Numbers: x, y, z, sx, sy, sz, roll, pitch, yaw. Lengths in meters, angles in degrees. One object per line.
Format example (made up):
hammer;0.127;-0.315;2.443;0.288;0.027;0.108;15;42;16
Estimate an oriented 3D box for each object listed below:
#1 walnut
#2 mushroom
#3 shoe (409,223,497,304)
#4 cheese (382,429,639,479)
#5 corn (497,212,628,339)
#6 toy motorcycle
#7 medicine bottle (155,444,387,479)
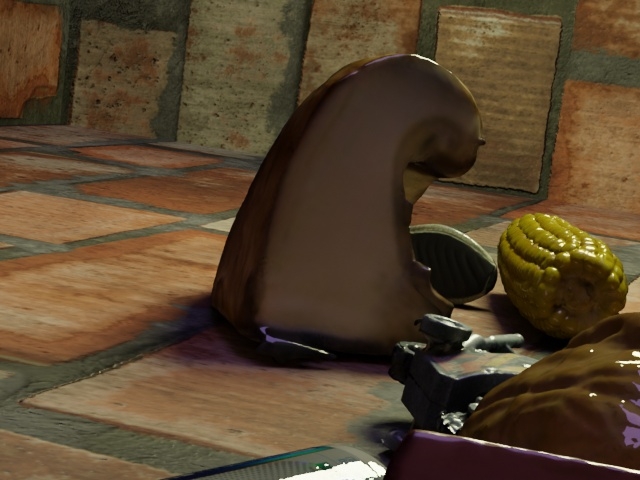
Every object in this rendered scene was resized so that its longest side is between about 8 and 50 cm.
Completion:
walnut;0.157;0.133;0.643;0.213;0.213;0.213;7;8;-1
mushroom;0.003;-0.042;1.475;0.224;0.314;0.397;8;2;-14
shoe;0.132;0.025;1.758;0.227;0.099;0.112;10;2;26
cheese;0.066;0.161;0.485;0.128;0.177;0.203;9;8;14
corn;0.288;0.038;1.653;0.131;0.131;0.344;7;8;0
toy motorcycle;0.146;0.133;1.026;0.173;0.108;0.307;15;7;-6
medicine bottle;-0.045;0.161;0.634;0.107;0.107;0.191;14;11;40
